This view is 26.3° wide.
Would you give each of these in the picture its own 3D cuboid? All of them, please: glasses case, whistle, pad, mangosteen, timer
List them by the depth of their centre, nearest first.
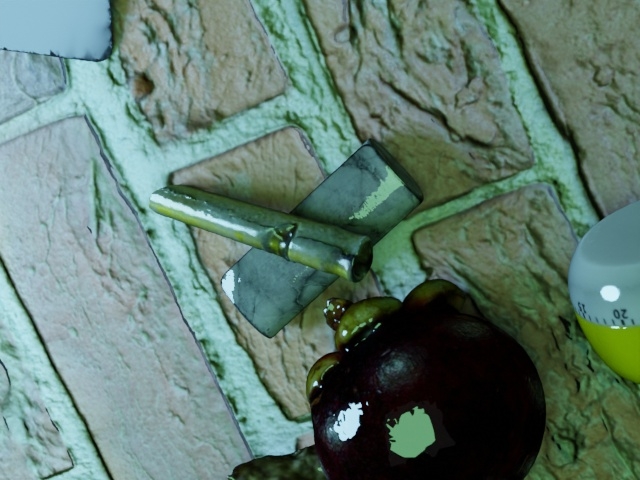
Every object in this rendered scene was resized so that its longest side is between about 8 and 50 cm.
[{"bbox_3d":[0.457,0.097,1.694,0.285,0.285,0.285,3,103,12],"label":"timer"},{"bbox_3d":[0.124,0.205,1.782,0.307,0.307,0.347,-41,61,18],"label":"mangosteen"},{"bbox_3d":[-0.082,-0.018,1.839,0.326,0.068,0.057,18,119,25],"label":"whistle"},{"bbox_3d":[-0.397,-0.411,1.864,0.250,0.055,0.323,9,105,10],"label":"pad"},{"bbox_3d":[0.000,0.000,1.868,0.299,0.060,0.114,-43,84,18],"label":"glasses case"}]

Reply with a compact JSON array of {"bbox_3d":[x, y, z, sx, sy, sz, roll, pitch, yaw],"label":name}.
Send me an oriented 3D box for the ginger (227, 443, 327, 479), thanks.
[{"bbox_3d":[-0.034,0.418,1.907,0.269,0.200,0.223,-9,142,-23],"label":"ginger"}]
